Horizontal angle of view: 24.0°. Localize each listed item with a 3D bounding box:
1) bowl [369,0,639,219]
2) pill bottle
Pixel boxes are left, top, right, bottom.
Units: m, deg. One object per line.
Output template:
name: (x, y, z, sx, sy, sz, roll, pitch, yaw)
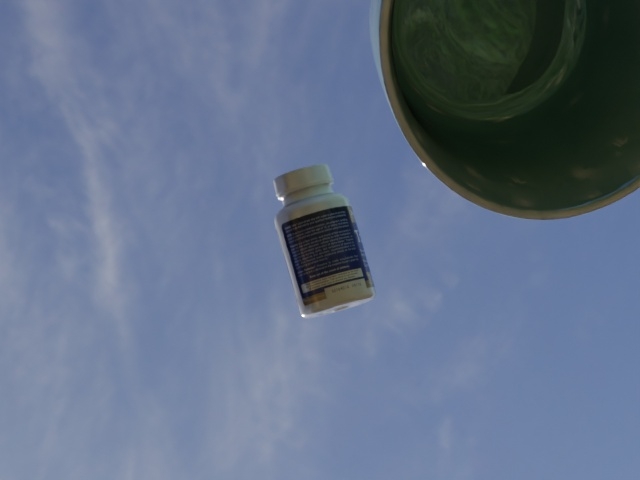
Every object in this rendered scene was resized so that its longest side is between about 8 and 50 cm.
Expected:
bowl: (0.164, -0.183, 1.264, 0.311, 0.163, 0.311, -5, -77, -20)
pill bottle: (0.000, 0.000, 1.261, 0.067, 0.067, 0.120, -11, -98, -40)
